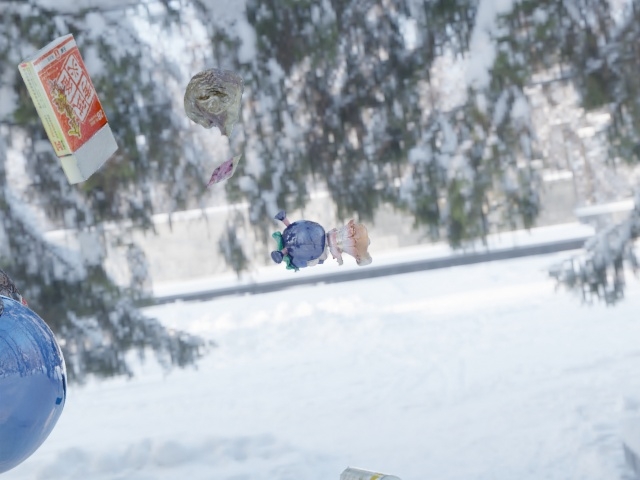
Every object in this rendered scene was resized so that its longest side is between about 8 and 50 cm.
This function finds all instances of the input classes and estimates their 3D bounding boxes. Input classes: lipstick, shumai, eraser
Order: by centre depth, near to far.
[{"bbox_3d":[-0.443,-0.233,1.901,0.038,0.230,0.157,-10,24,19],"label":"eraser"},{"bbox_3d":[0.094,0.457,1.994,0.059,0.059,0.264,-8,-7,-14],"label":"lipstick"},{"bbox_3d":[-0.217,-0.289,2.212,0.123,0.139,0.105,22,14,-22],"label":"shumai"}]

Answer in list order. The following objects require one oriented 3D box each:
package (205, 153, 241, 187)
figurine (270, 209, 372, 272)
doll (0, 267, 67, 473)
[{"bbox_3d":[-0.178,-0.128,1.975,0.059,0.029,0.083,-36,-6,-34],"label":"package"},{"bbox_3d":[0.000,0.000,2.059,0.195,0.111,0.102,-8,-35,0],"label":"figurine"},{"bbox_3d":[-0.434,0.150,1.291,0.240,0.284,0.310,-4,32,-20],"label":"doll"}]
